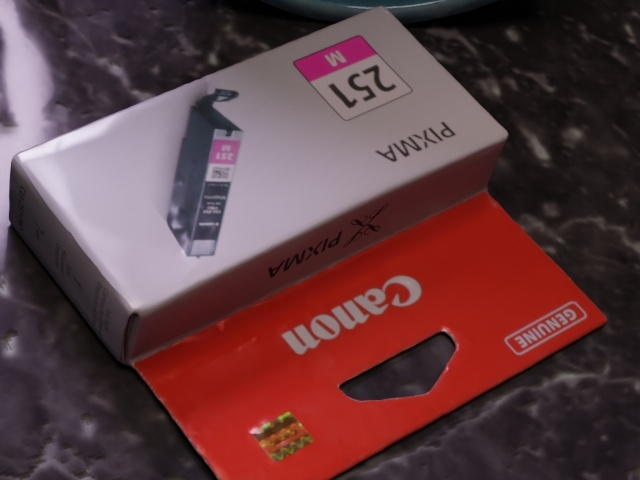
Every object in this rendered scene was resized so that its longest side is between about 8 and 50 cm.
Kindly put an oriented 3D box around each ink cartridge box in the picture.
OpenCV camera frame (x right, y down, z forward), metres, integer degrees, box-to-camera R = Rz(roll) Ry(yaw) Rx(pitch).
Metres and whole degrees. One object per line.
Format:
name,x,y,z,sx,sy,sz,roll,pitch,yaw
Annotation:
ink cartridge box,0.000,0.000,1.016,0.275,0.060,0.239,-26,60,-30

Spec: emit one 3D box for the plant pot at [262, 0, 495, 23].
plant pot,0.034,-0.378,1.181,0.341,0.341,0.334,3,43,-11
